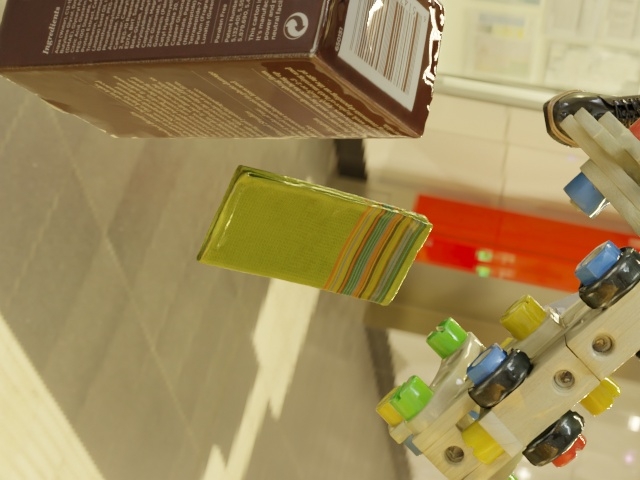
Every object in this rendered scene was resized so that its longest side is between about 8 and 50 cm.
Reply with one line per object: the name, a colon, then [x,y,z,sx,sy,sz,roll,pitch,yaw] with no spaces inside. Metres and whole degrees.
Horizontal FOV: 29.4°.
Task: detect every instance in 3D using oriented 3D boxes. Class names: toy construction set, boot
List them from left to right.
toy construction set: [0.173,0.062,0.893,0.327,0.151,0.215,-59,177,13]
boot: [0.390,-0.165,1.535,0.198,0.137,0.077,-6,86,-38]

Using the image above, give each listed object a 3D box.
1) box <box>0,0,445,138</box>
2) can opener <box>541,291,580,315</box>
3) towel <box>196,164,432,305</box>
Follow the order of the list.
box: [-0.098,-0.185,1.127,0.191,0.381,0.143,29,68,-54]
can opener: [0.389,0.084,1.582,0.093,0.280,0.074,49,19,-45]
towel: [0.000,0.000,1.167,0.237,0.021,0.102,14,107,-38]
